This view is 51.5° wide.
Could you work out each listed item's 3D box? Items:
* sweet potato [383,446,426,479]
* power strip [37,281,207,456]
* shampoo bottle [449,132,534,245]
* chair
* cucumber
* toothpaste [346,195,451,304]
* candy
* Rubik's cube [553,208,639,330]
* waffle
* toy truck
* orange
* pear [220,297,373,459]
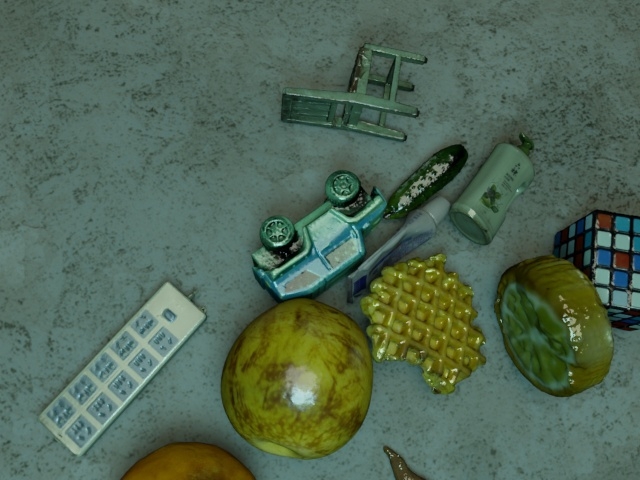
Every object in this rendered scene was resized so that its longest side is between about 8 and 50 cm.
[{"bbox_3d":[0.190,0.468,1.205,0.068,0.068,0.226,-38,82,-12],"label":"sweet potato"},{"bbox_3d":[-0.354,0.226,1.222,0.106,0.043,0.367,40,76,4],"label":"power strip"},{"bbox_3d":[0.362,-0.114,1.339,0.234,0.087,0.118,-52,125,-14],"label":"shampoo bottle"},{"bbox_3d":[0.065,-0.308,1.341,0.270,0.136,0.147,10,75,-1],"label":"chair"},{"bbox_3d":[0.211,-0.117,1.348,0.227,0.069,0.069,-41,83,-8],"label":"cucumber"},{"bbox_3d":[0.152,0.011,1.293,0.282,0.068,0.099,-40,126,-20],"label":"toothpaste"},{"bbox_3d":[0.416,0.156,1.204,0.117,0.260,0.260,-14,78,-12],"label":"candy"},{"bbox_3d":[0.565,0.063,1.275,0.182,0.187,0.184,9,73,-2],"label":"Rubik's cube"},{"bbox_3d":[0.199,0.158,1.239,0.291,0.051,0.291,12,66,-28],"label":"waffle"},{"bbox_3d":[0.000,0.000,1.250,0.278,0.155,0.156,-35,79,-11],"label":"toy truck"},{"bbox_3d":[-0.216,0.459,1.071,0.260,0.261,0.261,1,77,-5],"label":"orange"},{"bbox_3d":[-0.038,0.234,1.136,0.280,0.281,0.281,1,77,-5],"label":"pear"}]
